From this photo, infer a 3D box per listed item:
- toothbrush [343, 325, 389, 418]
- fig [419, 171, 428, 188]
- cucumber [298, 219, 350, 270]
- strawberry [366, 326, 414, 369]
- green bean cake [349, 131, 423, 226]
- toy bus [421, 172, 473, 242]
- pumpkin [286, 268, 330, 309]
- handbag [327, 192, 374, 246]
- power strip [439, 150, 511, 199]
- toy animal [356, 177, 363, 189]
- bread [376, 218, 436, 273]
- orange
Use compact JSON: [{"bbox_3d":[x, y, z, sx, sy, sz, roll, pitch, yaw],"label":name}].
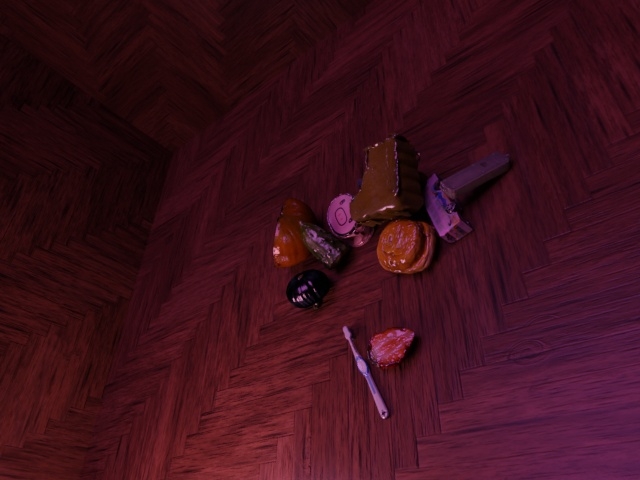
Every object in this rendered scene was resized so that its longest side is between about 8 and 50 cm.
[{"bbox_3d":[0.150,0.444,1.645,0.040,0.040,0.386,-42,40,15],"label":"toothbrush"},{"bbox_3d":[0.354,-0.239,1.903,0.166,0.093,0.093,23,80,48],"label":"fig"},{"bbox_3d":[-0.002,0.003,1.974,0.244,0.134,0.134,43,98,11],"label":"cucumber"},{"bbox_3d":[0.240,0.356,1.586,0.187,0.082,0.146,-35,47,13],"label":"strawberry"},{"bbox_3d":[0.251,-0.219,1.806,0.285,0.202,0.310,-13,73,49],"label":"green bean cake"},{"bbox_3d":[0.447,-0.121,1.722,0.112,0.090,0.274,-43,38,26],"label":"toy bus"},{"bbox_3d":[-0.052,0.195,1.954,0.194,0.150,0.194,-20,46,22],"label":"pumpkin"},{"bbox_3d":[0.126,-0.084,1.980,0.179,0.116,0.205,-42,51,25],"label":"handbag"},{"bbox_3d":[0.539,-0.227,1.658,0.272,0.052,0.078,-29,41,-6],"label":"power strip"},{"bbox_3d":[0.255,-0.216,2.025,0.253,0.070,0.079,30,120,40],"label":"toy animal"},{"bbox_3d":[0.306,0.023,1.730,0.236,0.120,0.198,-2,71,49],"label":"bread"},{"bbox_3d":[-0.131,-0.029,2.126,0.310,0.274,0.274,-40,32,-25],"label":"orange"}]
